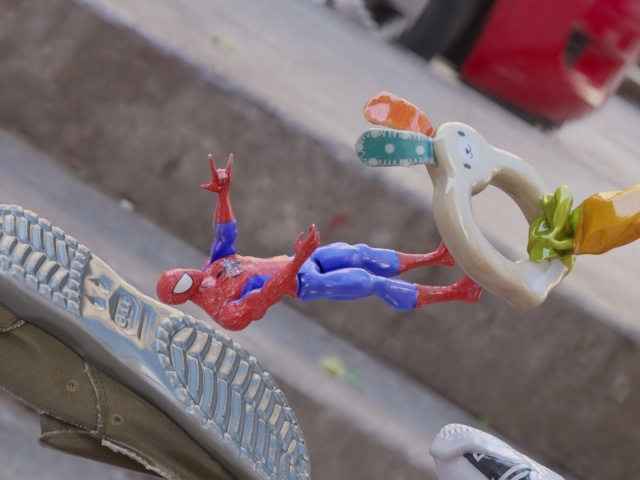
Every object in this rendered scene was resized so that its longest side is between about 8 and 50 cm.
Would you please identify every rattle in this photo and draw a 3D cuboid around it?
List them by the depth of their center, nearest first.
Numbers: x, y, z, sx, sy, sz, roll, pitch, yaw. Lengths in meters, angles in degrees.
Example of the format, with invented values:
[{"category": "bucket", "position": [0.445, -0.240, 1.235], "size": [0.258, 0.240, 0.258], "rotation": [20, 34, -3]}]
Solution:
[{"category": "rattle", "position": [0.137, -0.055, 1.412], "size": [0.199, 0.130, 0.143], "rotation": [53, -30, -4]}]

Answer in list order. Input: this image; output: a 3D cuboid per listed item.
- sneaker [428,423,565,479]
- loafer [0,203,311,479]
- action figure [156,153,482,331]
[{"category": "sneaker", "position": [0.175, 0.319, 1.551], "size": [0.366, 0.210, 0.137], "rotation": [42, 4, 34]}, {"category": "loafer", "position": [-0.112, 0.081, 1.060], "size": [0.251, 0.087, 0.094], "rotation": [40, 27, -13]}, {"category": "action figure", "position": [0.000, 0.000, 1.587], "size": [0.280, 0.139, 0.091], "rotation": [-8, 38, -19]}]
